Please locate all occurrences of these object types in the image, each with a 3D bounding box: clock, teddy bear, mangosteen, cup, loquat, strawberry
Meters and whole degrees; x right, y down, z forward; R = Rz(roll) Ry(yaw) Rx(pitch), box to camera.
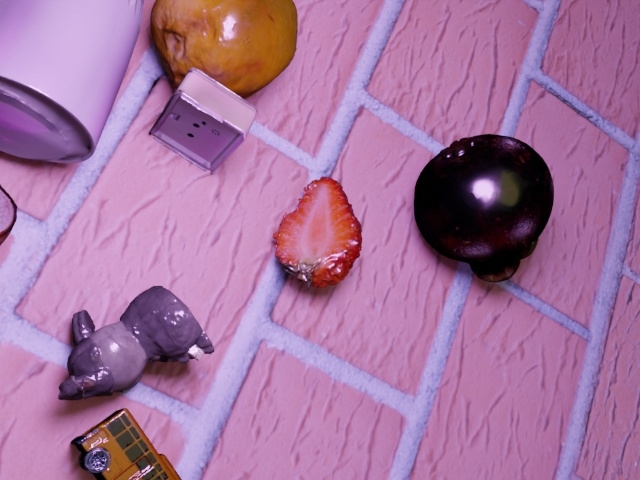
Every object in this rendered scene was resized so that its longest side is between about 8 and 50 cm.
[{"bbox_3d":[-0.216,-0.214,1.358,0.147,0.192,0.071,31,63,-16],"label":"clock"},{"bbox_3d":[-0.327,0.172,1.245,0.251,0.144,0.171,-26,54,-15],"label":"teddy bear"},{"bbox_3d":[0.338,-0.064,1.552,0.297,0.297,0.313,-9,103,-28],"label":"mangosteen"},{"bbox_3d":[-0.443,-0.332,1.241,0.253,0.253,0.371,24,66,-19],"label":"cup"},{"bbox_3d":[-0.172,-0.396,1.397,0.284,0.276,0.276,-21,87,-33],"label":"loquat"},{"bbox_3d":[0.006,0.002,1.472,0.175,0.106,0.236,26,59,22],"label":"strawberry"}]

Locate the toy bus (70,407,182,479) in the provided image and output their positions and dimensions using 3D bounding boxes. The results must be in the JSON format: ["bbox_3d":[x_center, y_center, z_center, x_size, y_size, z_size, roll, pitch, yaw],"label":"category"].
[{"bbox_3d":[-0.307,0.381,1.210,0.114,0.098,0.201,-35,92,-29],"label":"toy bus"}]

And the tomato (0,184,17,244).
[{"bbox_3d":[-0.597,-0.034,1.137,0.214,0.155,0.180,43,27,-4],"label":"tomato"}]
